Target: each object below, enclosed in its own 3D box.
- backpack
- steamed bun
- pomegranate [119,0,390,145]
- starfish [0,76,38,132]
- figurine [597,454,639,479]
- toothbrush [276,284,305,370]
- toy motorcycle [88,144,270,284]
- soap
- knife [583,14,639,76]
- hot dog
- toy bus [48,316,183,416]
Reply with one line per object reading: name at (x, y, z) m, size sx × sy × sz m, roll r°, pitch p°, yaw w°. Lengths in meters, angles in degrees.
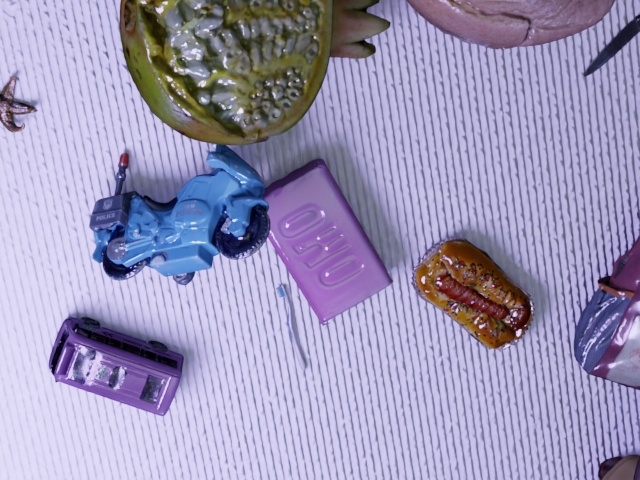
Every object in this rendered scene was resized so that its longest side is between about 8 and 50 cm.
backpack at (0.524, 0.074, 2.014) m, size 0.283 × 0.197 × 0.317 m, roll 19°, pitch 98°, yaw -9°
steamed bun at (0.218, -0.339, 1.863) m, size 0.301 × 0.251 × 0.199 m, roll 12°, pitch 114°, yaw -5°
pomegranate at (-0.100, -0.280, 1.862) m, size 0.358 × 0.216 × 0.310 m, roll -5°, pitch 98°, yaw -36°
starfish at (-0.425, -0.183, 1.935) m, size 0.078 × 0.028 × 0.091 m, roll -35°, pitch 102°, yaw -2°
figurine at (0.490, 0.365, 1.982) m, size 0.218 × 0.365 × 0.206 m, roll -31°, pitch 79°, yaw -19°
toothbrush at (-0.040, 0.124, 2.063) m, size 0.013 × 0.011 × 0.131 m, roll -19°, pitch 106°, yaw -14°
toy motorcycle at (-0.180, -0.040, 1.920) m, size 0.272 × 0.182 × 0.123 m, roll -11°, pitch 147°, yaw 26°
soap at (0.000, 0.000, 2.007) m, size 0.122 × 0.065 × 0.203 m, roll -31°, pitch 106°, yaw 3°
knife at (0.425, -0.286, 2.005) m, size 0.170 × 0.010 × 0.023 m, roll -44°, pitch 105°, yaw 8°
hot dog at (0.217, 0.074, 2.054) m, size 0.191 × 0.059 × 0.108 m, roll 38°, pitch 102°, yaw -16°
toy bus at (-0.281, 0.173, 2.005) m, size 0.178 × 0.098 × 0.087 m, roll 20°, pitch 102°, yaw -10°
